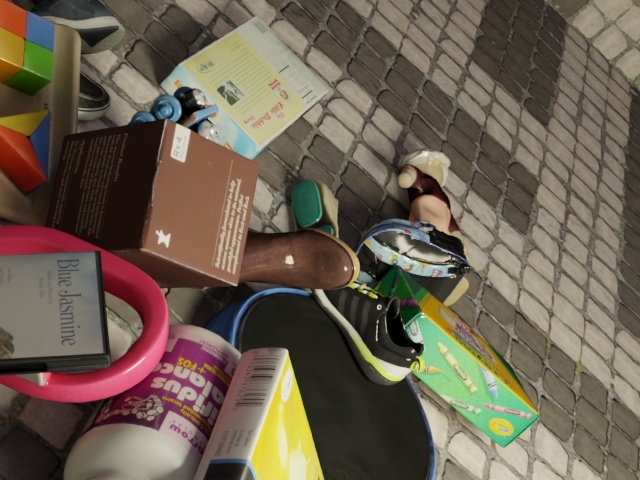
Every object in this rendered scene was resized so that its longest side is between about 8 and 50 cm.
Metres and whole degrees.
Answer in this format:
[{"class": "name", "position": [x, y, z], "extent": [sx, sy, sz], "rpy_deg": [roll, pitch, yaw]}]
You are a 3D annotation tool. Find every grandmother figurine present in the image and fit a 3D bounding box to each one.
[{"class": "grandmother figurine", "position": [0.189, -0.051, 2.418], "extent": [0.342, 0.104, 0.207], "rpy_deg": [-90, 157, -52]}]

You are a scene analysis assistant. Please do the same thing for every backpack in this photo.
[{"class": "backpack", "position": [0.129, 0.037, 2.189], "extent": [0.173, 0.158, 0.117], "rpy_deg": [24, 29, -16]}]

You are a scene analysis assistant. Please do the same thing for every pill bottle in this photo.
[{"class": "pill bottle", "position": [-0.186, 0.240, 1.540], "extent": [0.169, 0.169, 0.301], "rpy_deg": [41, 31, -12]}]

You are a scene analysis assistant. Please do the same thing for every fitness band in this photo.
[{"class": "fitness band", "position": [-0.311, 0.079, 1.564], "extent": [0.291, 0.054, 0.209], "rpy_deg": [25, 42, 21]}]

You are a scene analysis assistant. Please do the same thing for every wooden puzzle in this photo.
[{"class": "wooden puzzle", "position": [-0.451, -0.205, 1.726], "extent": [0.348, 0.080, 0.322], "rpy_deg": [19, 56, -37]}]

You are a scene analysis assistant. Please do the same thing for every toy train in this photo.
[{"class": "toy train", "position": [-0.217, -0.140, 1.922], "extent": [0.105, 0.184, 0.080], "rpy_deg": [59, 30, -4]}]

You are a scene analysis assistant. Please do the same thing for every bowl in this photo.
[{"class": "bowl", "position": [0.002, 0.232, 1.876], "extent": [0.391, 0.077, 0.391], "rpy_deg": [32, 34, -25]}]

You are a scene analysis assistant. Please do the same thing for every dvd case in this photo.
[{"class": "dvd case", "position": [-0.360, 0.079, 1.495], "extent": [0.253, 0.022, 0.180], "rpy_deg": [-2, 39, -12]}]

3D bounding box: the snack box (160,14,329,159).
[{"class": "snack box", "position": [-0.118, -0.253, 2.285], "extent": [0.187, 0.060, 0.322], "rpy_deg": [46, 31, -2]}]

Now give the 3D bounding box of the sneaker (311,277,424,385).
[{"class": "sneaker", "position": [0.073, 0.094, 1.949], "extent": [0.234, 0.097, 0.084], "rpy_deg": [56, 31, 13]}]

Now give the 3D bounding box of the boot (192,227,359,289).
[{"class": "boot", "position": [-0.096, 0.040, 1.870], "extent": [0.248, 0.090, 0.207], "rpy_deg": [13, 22, 29]}]

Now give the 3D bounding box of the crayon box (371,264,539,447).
[{"class": "crayon box", "position": [0.199, 0.178, 2.107], "extent": [0.278, 0.081, 0.165], "rpy_deg": [41, 12, -24]}]

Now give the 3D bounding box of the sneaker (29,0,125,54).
[{"class": "sneaker", "position": [-0.408, -0.347, 2.000], "extent": [0.163, 0.086, 0.226], "rpy_deg": [56, 31, 11]}]

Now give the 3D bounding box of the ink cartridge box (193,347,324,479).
[{"class": "ink cartridge box", "position": [-0.059, 0.333, 1.534], "extent": [0.303, 0.072, 0.307], "rpy_deg": [-73, 151, -54]}]

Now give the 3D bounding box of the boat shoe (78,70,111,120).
[{"class": "boat shoe", "position": [-0.377, -0.231, 1.925], "extent": [0.219, 0.070, 0.077], "rpy_deg": [16, 43, -42]}]

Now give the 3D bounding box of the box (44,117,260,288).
[{"class": "box", "position": [-0.215, -0.039, 1.723], "extent": [0.167, 0.203, 0.168], "rpy_deg": [25, 70, -45]}]

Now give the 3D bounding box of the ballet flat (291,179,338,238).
[{"class": "ballet flat", "position": [0.000, 0.000, 2.140], "extent": [0.086, 0.086, 0.248], "rpy_deg": [33, 33, -24]}]
